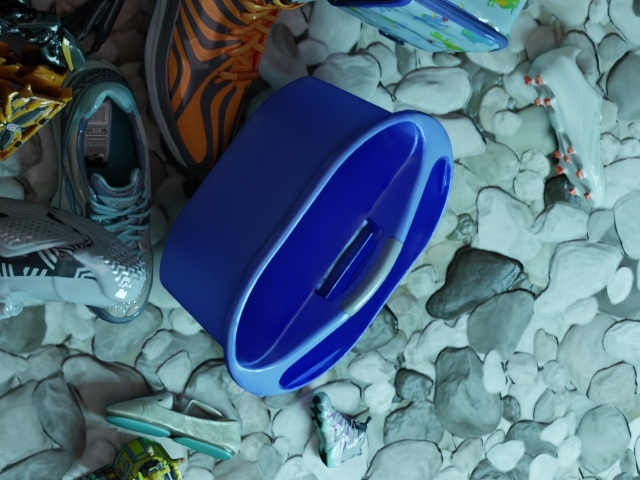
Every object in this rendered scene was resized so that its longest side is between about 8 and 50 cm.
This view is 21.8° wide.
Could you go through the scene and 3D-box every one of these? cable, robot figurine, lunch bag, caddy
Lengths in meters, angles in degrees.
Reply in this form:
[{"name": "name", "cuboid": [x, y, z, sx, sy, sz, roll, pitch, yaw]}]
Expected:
[{"name": "cable", "cuboid": [-0.258, -0.287, 1.682, 0.150, 0.047, 0.184, 23, 97, -20]}, {"name": "robot figurine", "cuboid": [-0.367, -0.161, 1.579, 0.291, 0.085, 0.211, 20, 134, -41]}, {"name": "lunch bag", "cuboid": [0.096, -0.264, 1.726, 0.176, 0.219, 0.090, 26, 86, -26]}, {"name": "caddy", "cuboid": [0.000, 0.000, 1.732, 0.341, 0.179, 0.241, -54, 146, -1]}]

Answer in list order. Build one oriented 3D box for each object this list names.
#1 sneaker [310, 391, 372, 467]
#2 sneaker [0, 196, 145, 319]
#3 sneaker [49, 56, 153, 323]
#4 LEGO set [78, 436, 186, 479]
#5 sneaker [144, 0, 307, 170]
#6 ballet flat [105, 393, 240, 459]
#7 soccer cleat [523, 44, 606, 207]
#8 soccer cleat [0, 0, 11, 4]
[{"name": "sneaker", "cuboid": [0.028, 0.210, 1.924, 0.069, 0.038, 0.098, -17, 119, -18]}, {"name": "sneaker", "cuboid": [-0.364, 0.061, 1.645, 0.366, 0.137, 0.210, 13, 104, -1]}, {"name": "sneaker", "cuboid": [-0.224, -0.041, 1.711, 0.110, 0.122, 0.283, -12, 108, -18]}, {"name": "LEGO set", "cuboid": [-0.241, 0.376, 1.773, 0.331, 0.192, 0.255, -16, 109, -17]}, {"name": "sneaker", "cuboid": [-0.073, -0.221, 1.679, 0.124, 0.180, 0.321, -25, 120, -58]}, {"name": "ballet flat", "cuboid": [-0.163, 0.197, 1.843, 0.168, 0.057, 0.052, 23, 67, -28]}, {"name": "soccer cleat", "cuboid": [0.302, -0.132, 1.927, 0.076, 0.068, 0.196, -29, 109, -16]}, {"name": "soccer cleat", "cuboid": [-0.449, -0.271, 1.588, 0.318, 0.108, 0.116, -7, 76, -11]}]
